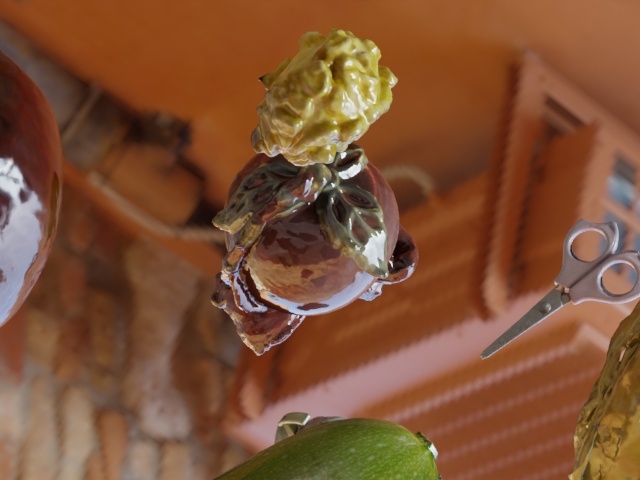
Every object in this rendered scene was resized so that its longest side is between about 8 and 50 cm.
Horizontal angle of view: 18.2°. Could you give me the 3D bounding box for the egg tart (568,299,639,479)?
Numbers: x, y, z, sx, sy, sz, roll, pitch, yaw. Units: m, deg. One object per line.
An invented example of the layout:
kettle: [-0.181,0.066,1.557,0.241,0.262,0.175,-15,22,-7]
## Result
egg tart: [0.253,0.117,1.193,0.132,0.297,0.297,32,-93,28]

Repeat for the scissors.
scissors: [0.233,0.058,1.963,0.189,0.015,0.100,-38,-113,-1]

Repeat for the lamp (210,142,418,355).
lamp: [-0.005,-0.011,1.720,0.215,0.151,0.223,-21,171,-26]

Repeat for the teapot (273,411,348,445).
teapot: [-0.009,0.180,1.794,0.064,0.083,0.064,10,-124,42]

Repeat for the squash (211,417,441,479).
squash: [-0.090,0.188,0.864,0.341,0.094,0.094,-36,-154,0]

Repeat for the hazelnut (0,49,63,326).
hazelnut: [-0.285,-0.045,1.459,0.217,0.217,0.251,-50,-131,13]

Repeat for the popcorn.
popcorn: [-0.001,-0.072,1.034,0.083,0.057,0.082,-40,-165,9]
